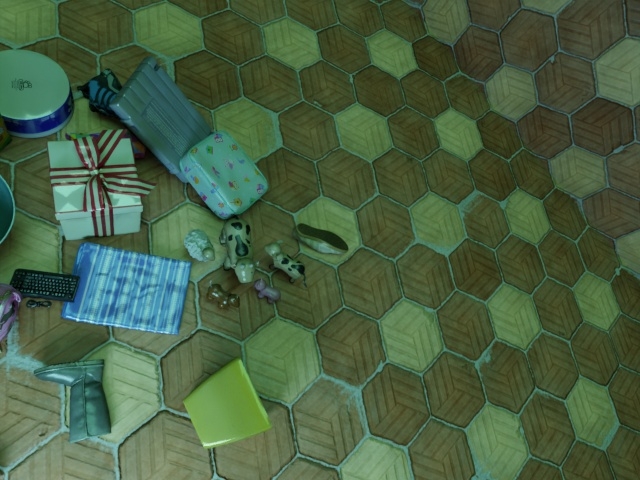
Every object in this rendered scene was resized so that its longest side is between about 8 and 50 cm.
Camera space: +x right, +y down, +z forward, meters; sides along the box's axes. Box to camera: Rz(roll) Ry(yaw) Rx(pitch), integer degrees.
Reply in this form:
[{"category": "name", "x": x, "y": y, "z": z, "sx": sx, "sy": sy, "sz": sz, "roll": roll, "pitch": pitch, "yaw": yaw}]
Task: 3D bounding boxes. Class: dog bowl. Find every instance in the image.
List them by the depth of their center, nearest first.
[{"category": "dog bowl", "x": -0.933, "y": -0.465, "z": 1.470, "sx": 0.264, "sy": 0.104, "sz": 0.265, "roll": 8, "pitch": 68, "yaw": -19}]

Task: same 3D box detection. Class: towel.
[{"category": "towel", "x": -0.580, "y": 0.144, "z": 1.414, "sx": 0.336, "sy": 0.040, "sz": 0.243, "roll": 12, "pitch": 67, "yaw": -18}]

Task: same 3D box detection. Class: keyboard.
[{"category": "keyboard", "x": -0.789, "y": 0.140, "z": 1.318, "sx": 0.180, "sy": 0.023, "sz": 0.108, "roll": 8, "pitch": 70, "yaw": -5}]

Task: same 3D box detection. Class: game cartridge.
[{"category": "game cartridge", "x": -0.502, "y": -0.384, "z": 1.523, "sx": 0.355, "sy": 0.068, "sz": 0.230, "roll": 54, "pitch": 53, "yaw": -46}]

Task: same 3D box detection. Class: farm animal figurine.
[{"category": "farm animal figurine", "x": -0.231, "y": 0.061, "z": 1.510, "sx": 0.330, "sy": 0.172, "sz": 0.327, "roll": -23, "pitch": 80, "yaw": -28}]

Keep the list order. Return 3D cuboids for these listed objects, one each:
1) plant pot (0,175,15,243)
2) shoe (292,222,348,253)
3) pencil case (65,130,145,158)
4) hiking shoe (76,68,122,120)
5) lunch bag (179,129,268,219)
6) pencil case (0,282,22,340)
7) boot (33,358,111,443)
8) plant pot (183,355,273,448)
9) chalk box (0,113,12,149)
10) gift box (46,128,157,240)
[{"category": "plant pot", "x": -0.981, "y": -0.069, "z": 1.228, "sx": 0.290, "sy": 0.195, "sz": 0.290, "roll": 6, "pitch": 79, "yaw": -32}, {"category": "shoe", "x": 0.000, "y": 0.000, "z": 1.701, "sx": 0.219, "sy": 0.058, "sz": 0.077, "roll": 23, "pitch": 43, "yaw": -17}, {"category": "pencil case", "x": -0.695, "y": -0.311, "z": 1.512, "sx": 0.236, "sy": 0.104, "sz": 0.104, "roll": -8, "pitch": 73, "yaw": -26}, {"category": "hiking shoe", "x": -0.689, "y": -0.443, "z": 1.542, "sx": 0.132, "sy": 0.113, "sz": 0.304, "roll": -34, "pitch": 59, "yaw": -14}, {"category": "lunch bag", "x": -0.322, "y": -0.222, "z": 1.592, "sx": 0.279, "sy": 0.108, "sz": 0.224, "roll": 53, "pitch": 48, "yaw": -15}, {"category": "pencil case", "x": -0.980, "y": 0.153, "z": 1.170, "sx": 0.386, "sy": 0.167, "sz": 0.160, "roll": 18, "pitch": 32, "yaw": -15}, {"category": "boot", "x": -0.669, "y": 0.435, "z": 1.253, "sx": 0.189, "sy": 0.076, "sz": 0.209, "roll": -2, "pitch": 77, "yaw": -20}, {"category": "plant pot", "x": -0.272, "y": 0.471, "z": 1.327, "sx": 0.187, "sy": 0.212, "sz": 0.212, "roll": -25, "pitch": 81, "yaw": -15}, {"category": "chalk box", "x": -1.068, "y": -0.281, "z": 1.304, "sx": 0.180, "sy": 0.179, "sz": 0.289, "roll": 35, "pitch": 62, "yaw": -7}, {"category": "gift box", "x": -0.647, "y": -0.167, "z": 1.383, "sx": 0.276, "sy": 0.258, "sz": 0.255, "roll": -14, "pitch": 76, "yaw": -25}]
